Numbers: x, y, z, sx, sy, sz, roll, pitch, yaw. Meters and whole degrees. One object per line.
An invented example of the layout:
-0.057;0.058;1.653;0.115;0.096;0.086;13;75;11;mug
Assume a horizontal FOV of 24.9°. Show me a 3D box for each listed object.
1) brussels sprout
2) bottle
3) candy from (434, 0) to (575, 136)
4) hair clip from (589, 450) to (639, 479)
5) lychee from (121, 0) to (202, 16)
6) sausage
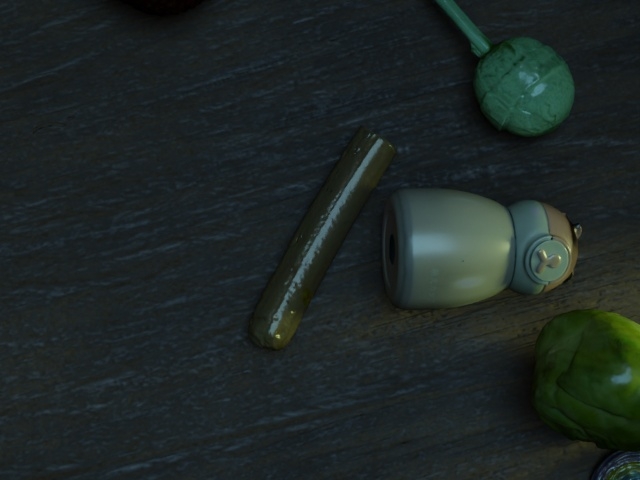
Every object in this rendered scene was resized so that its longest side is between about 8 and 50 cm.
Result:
0.351;0.168;1.718;0.223;0.223;0.161;11;86;-4;brussels sprout
0.200;0.010;1.760;0.236;0.147;0.148;0;83;-7;bottle
0.152;-0.305;1.832;0.119;0.119;0.440;-40;80;-9;candy
0.395;0.306;1.794;0.116;0.049;0.172;37;89;14;hair clip
-0.194;-0.366;1.763;0.194;0.194;0.194;1;82;-5;lychee
-0.001;-0.001;1.784;0.065;0.066;0.301;31;81;-1;sausage
